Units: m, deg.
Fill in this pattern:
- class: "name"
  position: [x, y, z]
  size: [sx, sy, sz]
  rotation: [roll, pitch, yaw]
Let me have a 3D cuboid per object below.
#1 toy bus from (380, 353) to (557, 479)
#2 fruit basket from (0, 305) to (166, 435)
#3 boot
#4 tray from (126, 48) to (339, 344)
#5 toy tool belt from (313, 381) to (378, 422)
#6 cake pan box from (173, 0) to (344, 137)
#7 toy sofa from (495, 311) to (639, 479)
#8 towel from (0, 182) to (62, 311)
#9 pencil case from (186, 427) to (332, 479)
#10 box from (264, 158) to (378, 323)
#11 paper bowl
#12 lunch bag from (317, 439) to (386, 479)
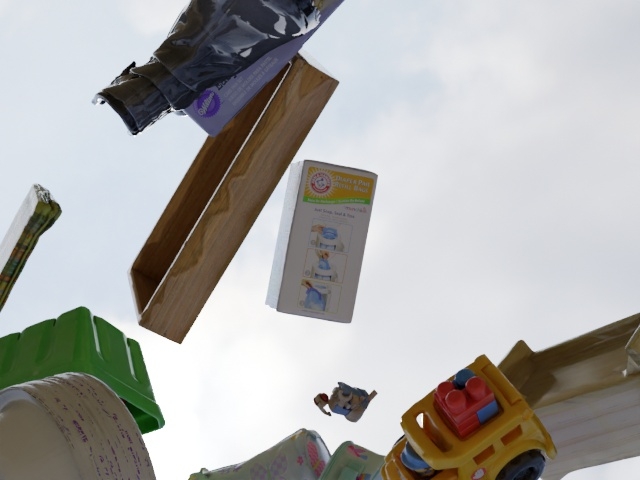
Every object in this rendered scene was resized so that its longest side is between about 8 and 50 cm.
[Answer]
- class: "toy bus"
  position: [0.173, 0.254, 1.664]
  size: [0.220, 0.211, 0.149]
  rotation: [-35, -128, -4]
- class: "fruit basket"
  position: [-0.479, 0.329, 2.174]
  size: [0.392, 0.283, 0.392]
  rotation: [-18, -126, 25]
- class: "boot"
  position: [-0.130, -0.194, 1.347]
  size: [0.222, 0.118, 0.338]
  rotation: [-38, 180, -9]
- class: "tray"
  position: [-0.127, -0.077, 1.771]
  size: [0.076, 0.411, 0.203]
  rotation: [29, -170, -20]
- class: "toy tool belt"
  position: [0.035, 0.213, 1.767]
  size: [0.083, 0.051, 0.052]
  rotation: [21, -148, -37]
- class: "cake pan box"
  position: [-0.097, -0.259, 1.644]
  size: [0.267, 0.070, 0.246]
  rotation: [-46, -159, 2]
- class: "toy sofa"
  position: [0.401, 0.207, 1.818]
  size: [0.150, 0.177, 0.362]
  rotation: [-46, -172, -36]
- class: "towel"
  position: [-0.272, 0.066, 1.028]
  size: [0.021, 0.237, 0.102]
  rotation: [28, -176, -18]
- class: "pencil case"
  position: [-0.107, 0.427, 2.271]
  size: [0.273, 0.113, 0.124]
  rotation: [-24, -120, 19]
- class: "box"
  position: [0.000, 0.000, 1.728]
  size: [0.103, 0.203, 0.114]
  rotation: [11, 180, -11]
- class: "paper bowl"
  position: [-0.306, 0.298, 1.435]
  size: [0.148, 0.284, 0.284]
  rotation: [-11, -161, -40]
- class: "lunch bag"
  position: [0.031, 0.476, 2.142]
  size: [0.107, 0.224, 0.279]
  rotation: [17, -120, 27]
